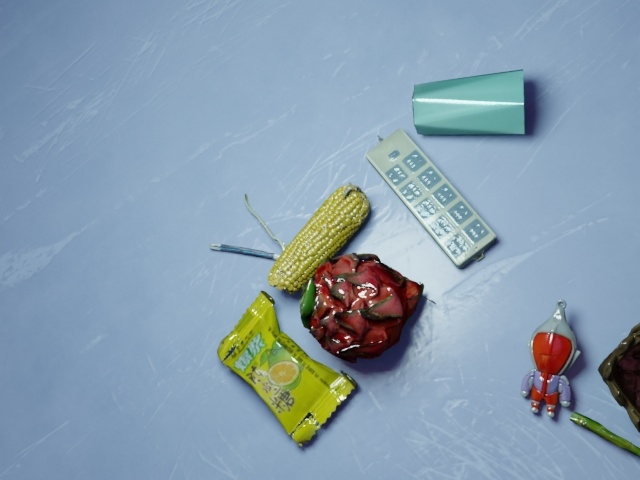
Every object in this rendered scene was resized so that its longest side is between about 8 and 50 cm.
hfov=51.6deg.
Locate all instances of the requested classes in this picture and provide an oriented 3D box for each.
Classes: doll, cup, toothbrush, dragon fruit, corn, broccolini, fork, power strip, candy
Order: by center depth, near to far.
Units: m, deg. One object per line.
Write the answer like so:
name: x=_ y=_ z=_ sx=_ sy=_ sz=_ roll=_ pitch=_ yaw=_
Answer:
broccolini: x=0.592 y=0.384 z=1.223 sx=0.254 sy=0.057 sz=0.071 roll=31 pitch=111 yaw=30
doll: x=0.451 y=0.227 z=1.289 sx=0.102 sy=0.075 sz=0.228 roll=7 pitch=87 yaw=26
dragon fruit: x=0.100 y=0.134 z=1.340 sx=0.292 sy=0.234 sz=0.234 roll=-7 pitch=73 yaw=-9
candy: x=-0.082 y=0.270 z=1.416 sx=0.297 sy=0.081 sz=0.187 roll=41 pitch=90 yaw=20
cup: x=0.321 y=-0.289 z=1.433 sx=0.235 sy=0.148 sz=0.134 roll=-3 pitch=102 yaw=15
corn: x=0.000 y=0.000 z=1.441 sx=0.106 sy=0.106 sz=0.293 roll=35 pitch=79 yaw=20
power strip: x=0.233 y=-0.102 z=1.451 sx=0.106 sy=0.043 sz=0.367 roll=-38 pitch=70 yaw=2
toothbrush: x=-0.125 y=0.032 z=1.521 sx=0.287 sy=0.024 sz=0.026 roll=9 pitch=77 yaw=17
fork: x=-0.122 y=-0.032 z=1.525 sx=0.028 sy=0.034 sz=0.219 roll=-41 pitch=60 yaw=12

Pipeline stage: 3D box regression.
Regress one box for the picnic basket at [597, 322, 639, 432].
picnic basket: x=0.644 y=0.223 z=1.115 sx=0.291 sy=0.321 sz=0.254 roll=-40 pitch=73 yaw=4
